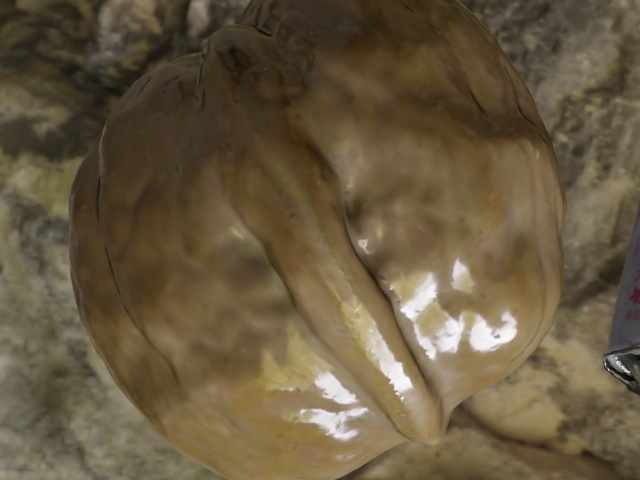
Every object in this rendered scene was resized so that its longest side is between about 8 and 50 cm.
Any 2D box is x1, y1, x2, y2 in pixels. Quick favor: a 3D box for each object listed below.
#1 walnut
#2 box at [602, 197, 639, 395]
[{"bbox_3d":[0.000,0.000,0.793,0.296,0.285,0.285,-30,-128,6],"label":"walnut"},{"bbox_3d":[0.351,-0.046,1.083,0.190,0.112,0.369,-20,-138,50],"label":"box"}]
